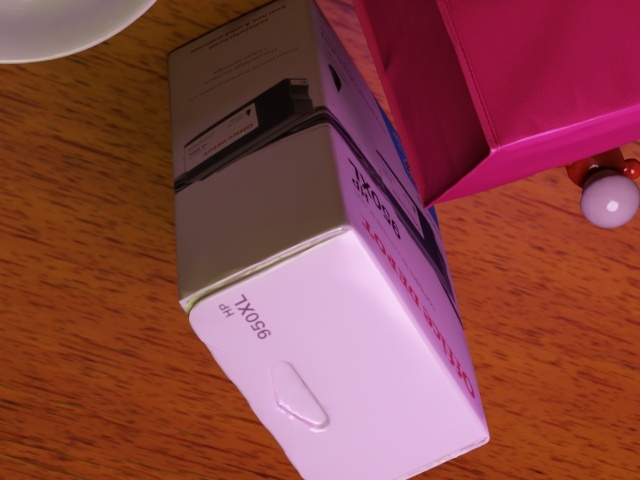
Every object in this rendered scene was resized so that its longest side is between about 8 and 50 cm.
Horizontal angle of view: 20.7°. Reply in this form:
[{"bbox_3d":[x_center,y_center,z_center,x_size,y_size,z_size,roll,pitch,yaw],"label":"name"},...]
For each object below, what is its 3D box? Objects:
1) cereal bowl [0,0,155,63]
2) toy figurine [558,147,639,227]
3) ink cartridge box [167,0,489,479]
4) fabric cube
[{"bbox_3d":[-0.270,-0.329,1.492,0.339,0.141,0.339,-3,127,-4],"label":"cereal bowl"},{"bbox_3d":[0.306,-0.137,1.689,0.209,0.148,0.213,-24,132,10],"label":"toy figurine"},{"bbox_3d":[0.000,0.000,1.611,0.166,0.395,0.285,-26,126,13],"label":"ink cartridge box"},{"bbox_3d":[0.187,-0.200,1.445,0.258,0.254,0.259,-18,86,-10],"label":"fabric cube"}]
